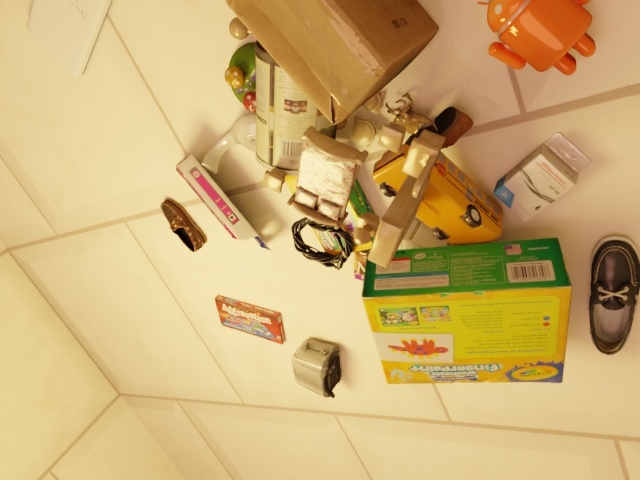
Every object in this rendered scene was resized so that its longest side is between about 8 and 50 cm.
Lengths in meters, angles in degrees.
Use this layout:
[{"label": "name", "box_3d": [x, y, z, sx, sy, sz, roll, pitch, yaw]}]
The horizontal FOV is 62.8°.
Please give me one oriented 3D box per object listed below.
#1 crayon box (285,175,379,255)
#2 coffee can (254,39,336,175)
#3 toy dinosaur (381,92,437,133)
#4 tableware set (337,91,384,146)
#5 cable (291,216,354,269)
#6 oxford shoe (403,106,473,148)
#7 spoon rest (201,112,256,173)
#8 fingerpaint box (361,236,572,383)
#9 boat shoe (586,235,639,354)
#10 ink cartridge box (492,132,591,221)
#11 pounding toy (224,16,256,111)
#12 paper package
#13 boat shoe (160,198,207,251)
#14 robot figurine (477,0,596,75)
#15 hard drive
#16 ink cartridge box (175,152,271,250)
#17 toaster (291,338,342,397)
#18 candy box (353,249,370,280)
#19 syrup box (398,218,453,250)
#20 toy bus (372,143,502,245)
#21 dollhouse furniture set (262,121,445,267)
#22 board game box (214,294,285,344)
[{"label": "crayon box", "box_3d": [0.038, -0.096, 1.445, 0.165, 0.081, 0.279, -13, 116, 38]}, {"label": "coffee can", "box_3d": [-0.055, -0.321, 1.236, 0.201, 0.201, 0.276, 19, 129, 18]}, {"label": "toy dinosaur", "box_3d": [0.205, -0.288, 1.209, 0.183, 0.053, 0.093, 7, 130, 57]}, {"label": "tableware set", "box_3d": [0.079, -0.318, 1.287, 0.168, 0.020, 0.141, 29, 129, 19]}, {"label": "cable", "box_3d": [0.000, 0.000, 1.452, 0.184, 0.047, 0.151, 33, 136, 7]}, {"label": "oxford shoe", "box_3d": [0.265, -0.227, 1.218, 0.076, 0.076, 0.212, 14, 156, -29]}, {"label": "spoon rest", "box_3d": [-0.219, -0.277, 1.464, 0.276, 0.084, 0.137, -19, 141, 34]}, {"label": "fingerpaint box", "box_3d": [0.358, 0.189, 1.298, 0.444, 0.163, 0.371, -5, 132, 16]}, {"label": "boat shoe", "box_3d": [0.681, 0.135, 1.214, 0.114, 0.091, 0.303, 0, 123, 32]}, {"label": "ink cartridge box", "box_3d": [0.483, -0.136, 1.151, 0.104, 0.060, 0.180, 41, 135, -1]}, {"label": "pounding toy", "box_3d": [-0.174, -0.414, 1.314, 0.182, 0.110, 0.237, 24, 133, 14]}, {"label": "paper package", "box_3d": [0.039, -0.430, 1.015, 0.309, 0.325, 0.168, 48, 132, -7]}, {"label": "boat shoe", "box_3d": [-0.482, -0.051, 1.811, 0.207, 0.073, 0.073, 47, 135, -6]}, {"label": "robot figurine", "box_3d": [0.396, -0.398, 0.958, 0.219, 0.128, 0.158, 41, 166, -2]}, {"label": "hard drive", "box_3d": [-0.734, -0.660, 1.522, 0.210, 0.040, 0.318, 46, 134, -7]}, {"label": "ink cartridge box", "box_3d": [-0.301, -0.098, 1.612, 0.371, 0.069, 0.175, 49, 170, -12]}, {"label": "toaster", "box_3d": [-0.012, 0.455, 1.871, 0.146, 0.129, 0.227, 16, 133, 26]}, {"label": "candy box", "box_3d": [0.188, 0.079, 1.507, 0.186, 0.053, 0.109, 15, 130, 20]}, {"label": "syrup box", "box_3d": [0.271, 0.022, 1.381, 0.236, 0.096, 0.093, 24, 135, 15]}, {"label": "toy bus", "box_3d": [0.271, -0.105, 1.188, 0.332, 0.130, 0.108, 36, 141, -24]}, {"label": "dollhouse furniture set", "box_3d": [0.023, -0.119, 1.063, 0.355, 0.174, 0.303, 25, 138, 10]}, {"label": "board game box", "box_3d": [-0.267, 0.297, 1.976, 0.281, 0.027, 0.145, 12, 127, 25]}]
